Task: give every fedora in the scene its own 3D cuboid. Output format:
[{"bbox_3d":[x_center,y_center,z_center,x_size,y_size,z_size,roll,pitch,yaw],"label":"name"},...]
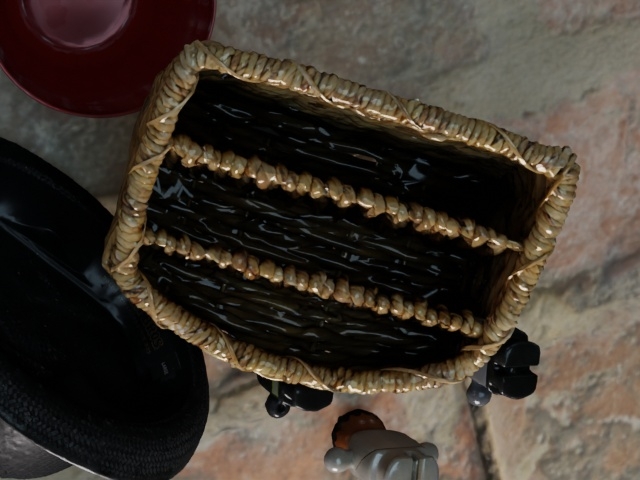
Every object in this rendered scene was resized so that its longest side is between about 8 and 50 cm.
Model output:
[{"bbox_3d":[-0.246,0.075,1.414,0.334,0.334,0.152,40,117,-21],"label":"fedora"}]

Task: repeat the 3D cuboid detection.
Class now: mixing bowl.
[{"bbox_3d":[-0.180,-0.191,1.439,0.181,0.098,0.181,-4,102,-18],"label":"mixing bowl"}]

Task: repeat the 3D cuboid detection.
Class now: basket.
[{"bbox_3d":[0.000,0.000,1.332,0.299,0.223,0.213,17,87,-11],"label":"basket"}]

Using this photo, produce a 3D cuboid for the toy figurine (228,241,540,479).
[{"bbox_3d":[0.053,0.091,1.553,0.213,0.148,0.209,-47,116,-7],"label":"toy figurine"}]
